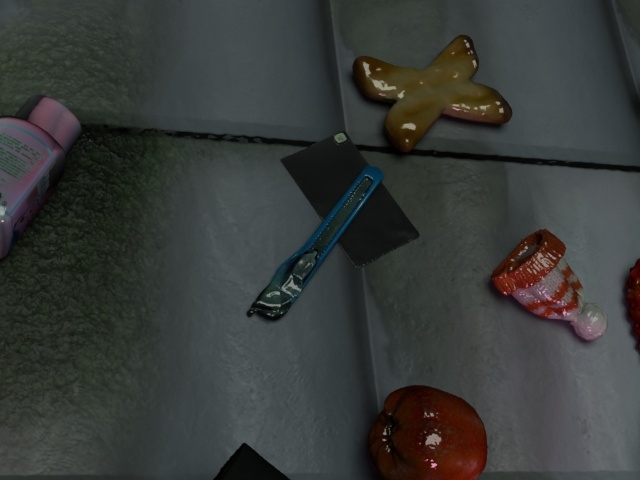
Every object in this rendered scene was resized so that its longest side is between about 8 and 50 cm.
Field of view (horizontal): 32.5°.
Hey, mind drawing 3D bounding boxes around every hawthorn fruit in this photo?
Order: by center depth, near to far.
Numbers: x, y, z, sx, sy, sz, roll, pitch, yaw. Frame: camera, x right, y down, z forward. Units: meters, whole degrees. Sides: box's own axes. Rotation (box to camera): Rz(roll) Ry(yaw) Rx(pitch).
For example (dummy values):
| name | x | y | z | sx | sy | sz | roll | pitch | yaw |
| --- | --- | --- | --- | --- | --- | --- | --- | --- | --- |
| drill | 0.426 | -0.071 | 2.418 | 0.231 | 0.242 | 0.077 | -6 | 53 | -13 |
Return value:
| name | x | y | z | sx | sy | sz | roll | pitch | yaw |
| --- | --- | --- | --- | --- | --- | --- | --- | --- | --- |
| hawthorn fruit | 0.132 | 0.239 | 1.317 | 0.138 | 0.133 | 0.132 | 20 | 57 | -25 |

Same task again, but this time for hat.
| name | x | y | z | sx | sy | sz | roll | pitch | yaw |
| --- | --- | --- | --- | --- | --- | --- | --- | --- | --- |
| hat | 0.324 | 0.072 | 1.500 | 0.162 | 0.094 | 0.112 | 48 | 68 | -10 |

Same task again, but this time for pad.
| name | x | y | z | sx | sy | sz | roll | pitch | yaw |
| --- | --- | --- | --- | --- | --- | --- | --- | --- | --- |
| pad | 0.042 | -0.059 | 1.520 | 0.116 | 0.004 | 0.193 | -26 | 73 | -27 |

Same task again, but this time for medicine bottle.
| name | x | y | z | sx | sy | sz | roll | pitch | yaw |
| --- | --- | --- | --- | --- | --- | --- | --- | --- | --- |
| medicine bottle | -0.372 | -0.085 | 1.337 | 0.094 | 0.119 | 0.188 | 30 | 58 | -2 |

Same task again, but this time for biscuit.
| name | x | y | z | sx | sy | sz | roll | pitch | yaw |
| --- | --- | --- | --- | --- | --- | --- | --- | --- | --- |
| biscuit | 0.165 | -0.217 | 1.619 | 0.208 | 0.047 | 0.164 | -17 | 68 | -25 |

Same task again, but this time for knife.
| name | x | y | z | sx | sy | sz | roll | pitch | yaw |
| --- | --- | --- | --- | --- | --- | --- | --- | --- | --- |
| knife | 0.000 | -0.001 | 1.459 | 0.044 | 0.026 | 0.296 | 29 | 59 | 13 |

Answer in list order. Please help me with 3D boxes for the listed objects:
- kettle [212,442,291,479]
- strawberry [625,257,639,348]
| name | x | y | z | sx | sy | sz | roll | pitch | yaw |
| --- | --- | --- | --- | --- | --- | --- | --- | --- | --- |
| kettle | -0.035 | 0.404 | 1.131 | 0.308 | 0.203 | 0.262 | 37 | 56 | 1 |
| strawberry | 0.526 | 0.104 | 1.517 | 0.190 | 0.111 | 0.236 | 18 | 59 | -10 |
